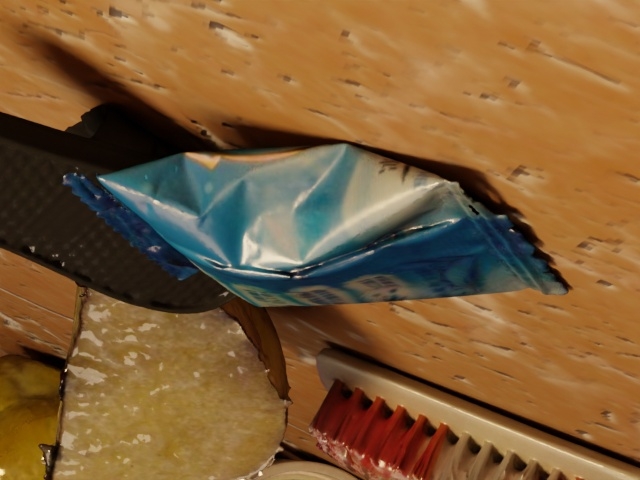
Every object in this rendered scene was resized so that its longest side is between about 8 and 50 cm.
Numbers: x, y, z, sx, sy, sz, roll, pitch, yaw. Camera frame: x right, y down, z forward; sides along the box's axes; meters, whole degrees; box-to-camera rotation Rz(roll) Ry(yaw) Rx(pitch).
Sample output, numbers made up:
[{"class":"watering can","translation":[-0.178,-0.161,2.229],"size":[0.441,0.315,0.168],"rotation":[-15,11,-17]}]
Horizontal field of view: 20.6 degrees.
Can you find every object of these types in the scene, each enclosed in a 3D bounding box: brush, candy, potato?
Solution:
[{"class":"brush","translation":[0.137,0.122,0.743],"size":[0.321,0.050,0.060],"rotation":[19,161,23]},{"class":"candy","translation":[0.000,0.000,0.533],"size":[0.136,0.038,0.088],"rotation":[2,156,23]},{"class":"potato","translation":[-0.059,0.031,0.726],"size":[0.100,0.089,0.172],"rotation":[7,135,-6]}]

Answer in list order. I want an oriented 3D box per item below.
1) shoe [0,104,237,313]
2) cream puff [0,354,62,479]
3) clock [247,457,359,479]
[{"class":"shoe","translation":[-0.083,-0.023,0.578],"size":[0.159,0.062,0.053],"rotation":[19,-143,-42]},{"class":"cream puff","translation":[-0.165,0.246,1.307],"size":[0.324,0.257,0.291],"rotation":[36,166,-38]},{"class":"clock","translation":[-0.026,0.222,1.161],"size":[0.229,0.155,0.063],"rotation":[61,160,-6]}]
